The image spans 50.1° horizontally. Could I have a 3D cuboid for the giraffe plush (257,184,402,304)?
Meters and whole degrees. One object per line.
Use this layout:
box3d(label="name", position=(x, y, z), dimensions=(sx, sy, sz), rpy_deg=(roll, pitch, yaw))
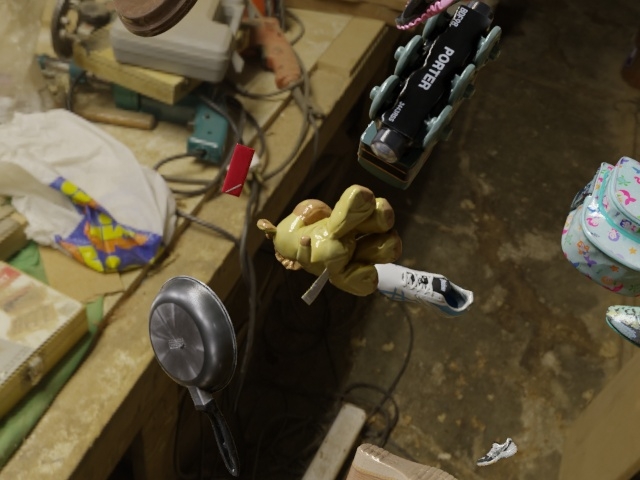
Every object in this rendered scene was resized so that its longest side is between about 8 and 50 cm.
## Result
box3d(label="giraffe plush", position=(0.000, 0.000, 1.108), dimensions=(0.210, 0.182, 0.170), rpy_deg=(-37, 34, -23))

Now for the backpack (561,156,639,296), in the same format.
box3d(label="backpack", position=(0.615, -0.023, 1.374), dimensions=(0.225, 0.191, 0.253), rpy_deg=(33, 58, 8))

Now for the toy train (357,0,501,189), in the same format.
box3d(label="toy train", position=(0.177, -0.241, 1.129), dimensions=(0.142, 0.190, 0.334), rpy_deg=(30, 69, 8))

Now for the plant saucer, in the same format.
box3d(label="plant saucer", position=(-0.283, -0.495, 1.202), dimensions=(0.041, 0.278, 0.278), rpy_deg=(17, 27, -50))

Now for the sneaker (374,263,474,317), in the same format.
box3d(label="sneaker", position=(0.211, 0.094, 1.420), dimensions=(0.237, 0.086, 0.085), rpy_deg=(20, 52, -19))

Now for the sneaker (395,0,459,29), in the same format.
box3d(label="sneaker", position=(0.141, -0.334, 0.950), dimensions=(0.047, 0.119, 0.057), rpy_deg=(-41, 106, -30))

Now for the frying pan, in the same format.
box3d(label="frying pan", position=(-0.215, 0.216, 1.116), dimensions=(0.197, 0.326, 0.053), rpy_deg=(15, 20, 36))

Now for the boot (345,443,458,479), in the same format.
box3d(label="boot", position=(0.137, 0.451, 1.060), dimensions=(0.090, 0.207, 0.248), rpy_deg=(-9, 19, -44))

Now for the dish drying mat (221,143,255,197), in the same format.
box3d(label="dish drying mat", position=(-0.134, -0.113, 1.115), dimensions=(0.032, 0.083, 0.008), rpy_deg=(17, 15, -13))

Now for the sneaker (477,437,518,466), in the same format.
box3d(label="sneaker", position=(0.337, 0.408, 1.324), dimensions=(0.083, 0.032, 0.037), rpy_deg=(-27, 71, 8))

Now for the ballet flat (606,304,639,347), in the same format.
box3d(label="ballet flat", position=(0.464, 0.129, 0.878), dimensions=(0.188, 0.070, 0.070), rpy_deg=(33, 47, 13))
